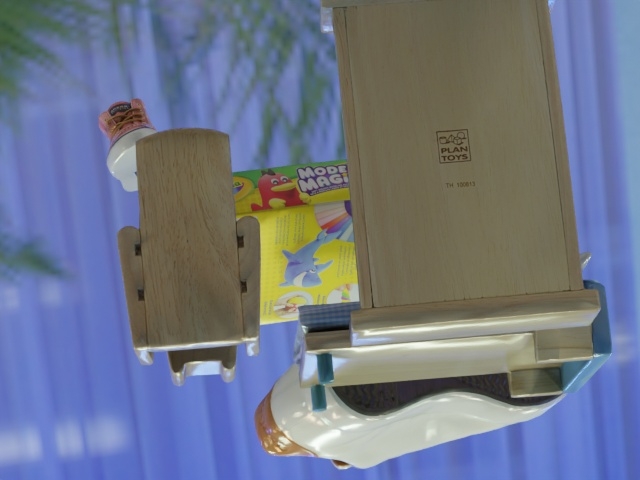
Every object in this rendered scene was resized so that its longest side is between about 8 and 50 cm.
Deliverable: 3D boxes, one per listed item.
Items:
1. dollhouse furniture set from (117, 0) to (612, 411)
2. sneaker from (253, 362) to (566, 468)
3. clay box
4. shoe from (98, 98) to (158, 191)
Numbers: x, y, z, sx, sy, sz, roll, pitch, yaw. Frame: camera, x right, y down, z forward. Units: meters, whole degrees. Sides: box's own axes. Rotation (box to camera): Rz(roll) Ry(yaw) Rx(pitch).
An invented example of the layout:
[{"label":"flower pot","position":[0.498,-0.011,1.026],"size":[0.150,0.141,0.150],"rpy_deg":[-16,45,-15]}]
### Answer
[{"label":"dollhouse furniture set","position":[0.027,-0.010,1.236],"size":[0.286,0.198,0.303],"rpy_deg":[-5,165,-2]},{"label":"sneaker","position":[0.065,0.109,1.492],"size":[0.290,0.106,0.123],"rpy_deg":[-1,151,-45]},{"label":"clay box","position":[0.000,0.000,1.537],"size":[0.222,0.127,0.053],"rpy_deg":[-7,-134,-14]},{"label":"shoe","position":[-0.200,-0.110,2.055],"size":[0.063,0.081,0.178],"rpy_deg":[-22,171,-6]}]
